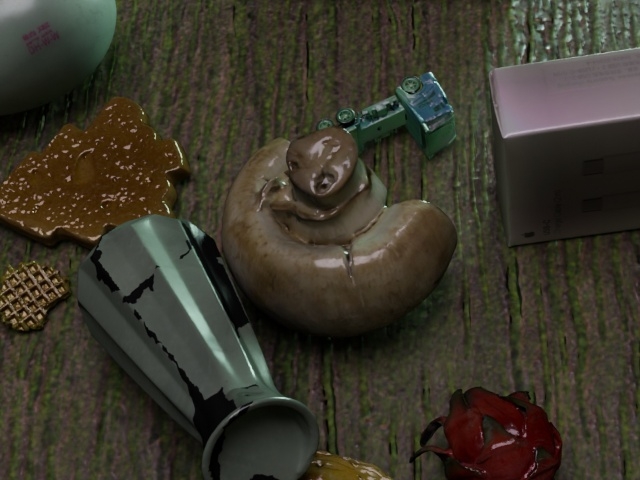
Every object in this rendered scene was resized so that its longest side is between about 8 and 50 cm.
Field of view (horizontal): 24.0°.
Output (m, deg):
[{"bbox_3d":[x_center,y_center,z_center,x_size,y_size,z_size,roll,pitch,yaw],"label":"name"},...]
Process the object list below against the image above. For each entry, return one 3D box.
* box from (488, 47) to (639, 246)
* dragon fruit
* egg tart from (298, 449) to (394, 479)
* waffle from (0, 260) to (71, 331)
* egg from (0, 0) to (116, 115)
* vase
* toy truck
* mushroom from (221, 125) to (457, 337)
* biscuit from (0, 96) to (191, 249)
[{"bbox_3d":[0.310,-0.103,1.595,0.251,0.203,0.106,-7,56,4],"label":"box"},{"bbox_3d":[0.172,0.204,1.469,0.142,0.130,0.121,42,103,28],"label":"dragon fruit"},{"bbox_3d":[-0.003,0.340,1.397,0.294,0.116,0.295,-3,56,4],"label":"egg tart"},{"bbox_3d":[-0.324,0.062,1.682,0.078,0.016,0.085,22,63,0],"label":"waffle"},{"bbox_3d":[-0.370,-0.246,1.810,0.264,0.183,0.183,-30,57,-4],"label":"egg"},{"bbox_3d":[-0.124,0.107,1.493,0.165,0.165,0.360,-28,36,-11],"label":"vase"},{"bbox_3d":[0.070,-0.120,1.727,0.175,0.067,0.081,-25,57,-9],"label":"toy truck"},{"bbox_3d":[0.000,0.000,1.580,0.253,0.195,0.189,21,65,24],"label":"mushroom"},{"bbox_3d":[-0.269,-0.063,1.757,0.238,0.041,0.212,-16,61,-3],"label":"biscuit"}]
